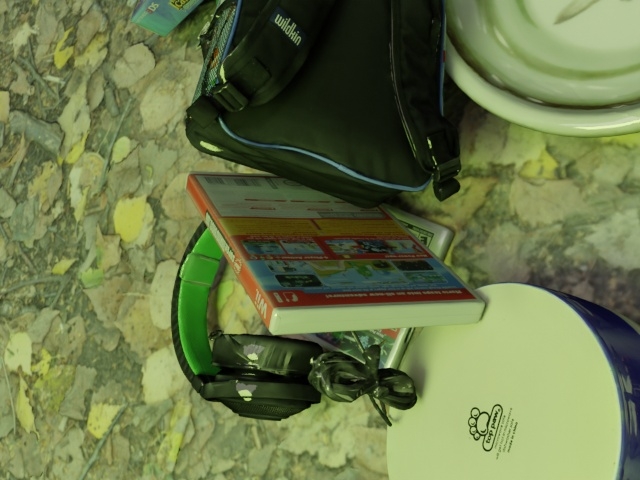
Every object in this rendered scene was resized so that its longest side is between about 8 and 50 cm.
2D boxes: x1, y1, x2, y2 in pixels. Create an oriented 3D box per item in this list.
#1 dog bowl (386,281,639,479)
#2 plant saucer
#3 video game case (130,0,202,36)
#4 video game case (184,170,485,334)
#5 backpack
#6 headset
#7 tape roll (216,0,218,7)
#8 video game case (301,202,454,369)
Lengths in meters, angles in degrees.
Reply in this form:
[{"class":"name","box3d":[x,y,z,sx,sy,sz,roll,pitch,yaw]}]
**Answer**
[{"class":"dog bowl","box3d":[0.181,0.173,0.688,0.265,0.104,0.265,-30,51,45]},{"class":"plant saucer","box3d":[0.298,-0.286,0.773,0.400,0.100,0.401,-7,76,30]},{"class":"video game case","box3d":[-0.151,-0.429,1.028,0.269,0.061,0.244,-13,60,57]},{"class":"video game case","box3d":[0.000,0.000,0.760,0.285,0.204,0.025,-130,46,-54]},{"class":"backpack","box3d":[0.004,-0.183,0.777,0.213,0.276,0.263,-3,71,62]},{"class":"headset","box3d":[-0.057,0.083,0.834,0.394,0.185,0.243,24,96,45]},{"class":"tape roll","box3d":[0.016,-0.349,0.978,0.321,0.077,0.321,-8,75,31]},{"class":"video game case","box3d":[0.035,0.039,0.914,0.201,0.023,0.183,25,93,32]}]
